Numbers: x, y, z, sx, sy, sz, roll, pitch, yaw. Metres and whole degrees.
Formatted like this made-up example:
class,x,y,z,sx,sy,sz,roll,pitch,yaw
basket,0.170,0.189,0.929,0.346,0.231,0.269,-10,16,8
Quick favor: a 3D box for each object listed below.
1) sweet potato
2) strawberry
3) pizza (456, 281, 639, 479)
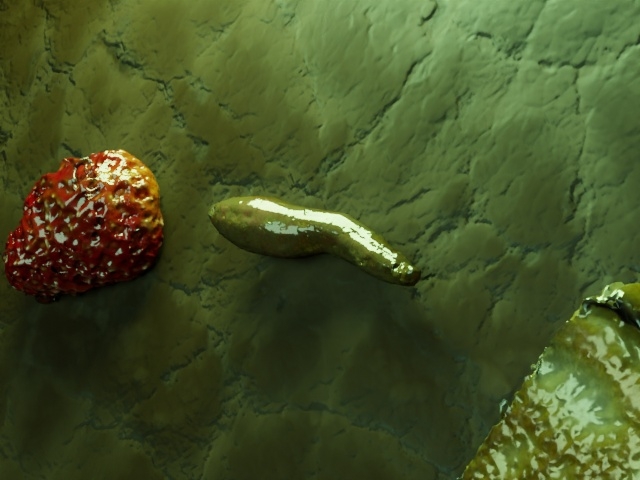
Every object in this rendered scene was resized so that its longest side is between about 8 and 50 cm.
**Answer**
class,x,y,z,sx,sy,sz,roll,pitch,yaw
sweet potato,0.000,0.000,1.101,0.214,0.050,0.050,15,86,36
strawberry,-0.224,-0.006,1.258,0.188,0.082,0.121,-31,62,24
pizza,0.186,0.201,0.877,0.251,0.074,0.287,47,112,36
